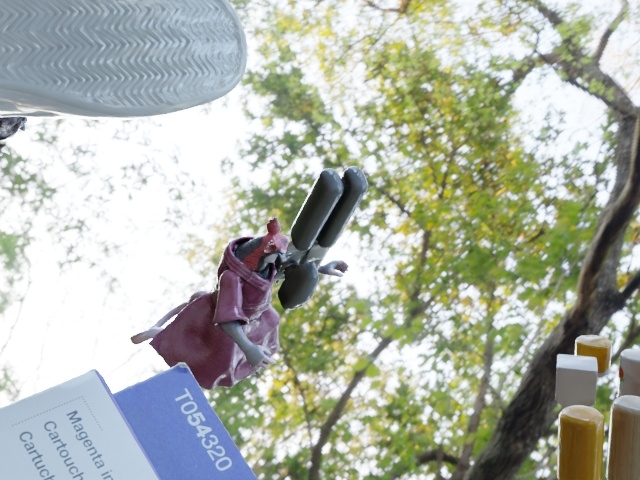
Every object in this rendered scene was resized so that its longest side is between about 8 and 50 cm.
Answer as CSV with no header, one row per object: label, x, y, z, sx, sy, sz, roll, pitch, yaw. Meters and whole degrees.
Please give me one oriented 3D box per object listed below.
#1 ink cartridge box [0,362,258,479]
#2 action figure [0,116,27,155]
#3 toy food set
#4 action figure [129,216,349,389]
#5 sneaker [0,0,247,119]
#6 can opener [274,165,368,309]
ink cartridge box,-0.127,0.242,0.483,0.324,0.330,0.071,52,-41,19
action figure,-0.373,-0.215,1.051,0.099,0.285,0.185,43,-18,-13
toy food set,0.291,0.183,0.826,0.111,0.232,0.105,3,-76,16
action figure,-0.137,0.087,1.429,0.275,0.248,0.370,33,-50,14
sneaker,-0.209,-0.122,0.536,0.169,0.292,0.108,3,-83,61
can opener,0.000,0.000,1.195,0.093,0.074,0.280,67,-29,29
